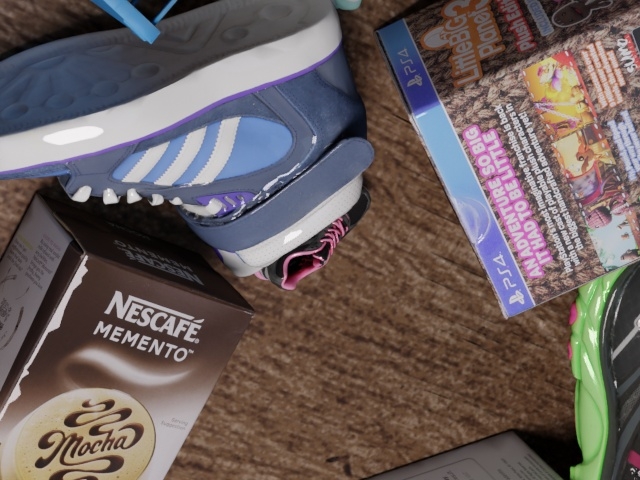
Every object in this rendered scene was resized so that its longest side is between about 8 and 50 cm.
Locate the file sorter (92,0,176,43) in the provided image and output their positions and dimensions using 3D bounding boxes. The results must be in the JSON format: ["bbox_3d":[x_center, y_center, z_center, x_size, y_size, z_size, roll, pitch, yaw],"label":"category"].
[{"bbox_3d":[-0.156,-0.232,1.256,0.104,0.170,0.118,-50,128,-1],"label":"file sorter"}]

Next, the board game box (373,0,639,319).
[{"bbox_3d":[0.228,-0.112,1.501,0.291,0.141,0.232,-24,126,5],"label":"board game box"}]

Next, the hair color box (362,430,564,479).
[{"bbox_3d":[0.063,0.314,1.652,0.374,0.185,0.113,-15,122,-22],"label":"hair color box"}]

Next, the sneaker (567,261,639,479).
[{"bbox_3d":[0.349,0.206,1.713,0.185,0.202,0.483,-46,136,-47],"label":"sneaker"}]

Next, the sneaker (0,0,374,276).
[{"bbox_3d":[-0.113,-0.044,1.403,0.323,0.130,0.236,-20,128,-14],"label":"sneaker"}]

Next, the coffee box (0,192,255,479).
[{"bbox_3d":[-0.205,0.134,1.450,0.168,0.119,0.297,21,103,-35],"label":"coffee box"}]

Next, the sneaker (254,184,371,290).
[{"bbox_3d":[0.000,0.000,1.535,0.119,0.057,0.047,-40,125,-7],"label":"sneaker"}]

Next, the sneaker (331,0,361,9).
[{"bbox_3d":[-0.007,-0.217,1.433,0.098,0.038,0.069,-8,117,-37],"label":"sneaker"}]
